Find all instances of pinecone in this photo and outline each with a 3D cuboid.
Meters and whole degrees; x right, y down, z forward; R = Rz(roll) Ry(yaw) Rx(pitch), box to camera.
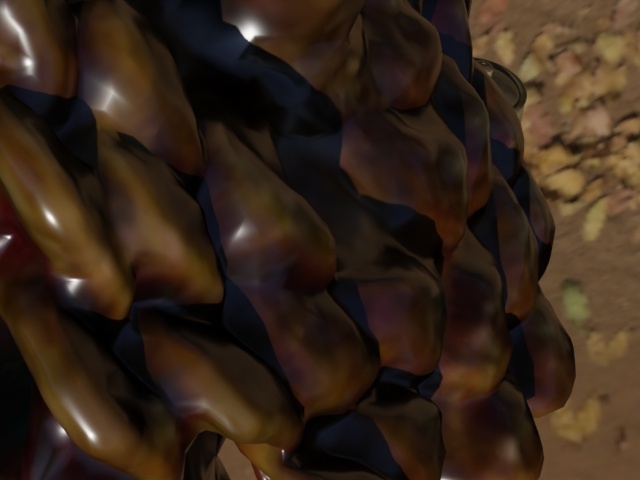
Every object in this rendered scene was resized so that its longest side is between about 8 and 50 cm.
[{"bbox_3d":[-0.110,-0.012,0.561,0.397,0.398,0.398,2,81,-15],"label":"pinecone"}]

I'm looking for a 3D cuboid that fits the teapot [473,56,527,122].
[{"bbox_3d":[0.081,-0.071,1.112,0.085,0.080,0.110,18,41,9],"label":"teapot"}]
